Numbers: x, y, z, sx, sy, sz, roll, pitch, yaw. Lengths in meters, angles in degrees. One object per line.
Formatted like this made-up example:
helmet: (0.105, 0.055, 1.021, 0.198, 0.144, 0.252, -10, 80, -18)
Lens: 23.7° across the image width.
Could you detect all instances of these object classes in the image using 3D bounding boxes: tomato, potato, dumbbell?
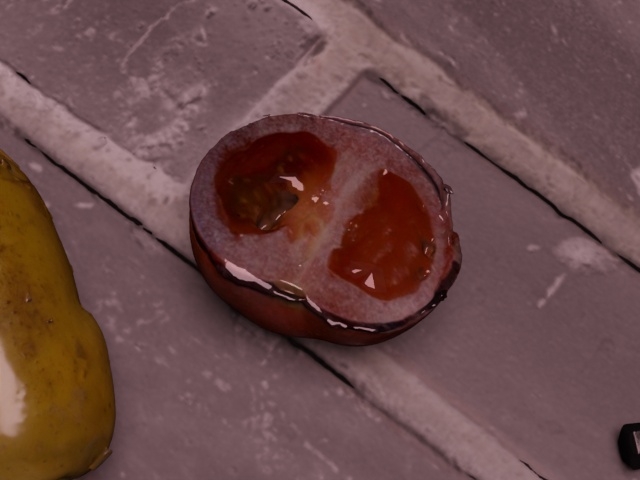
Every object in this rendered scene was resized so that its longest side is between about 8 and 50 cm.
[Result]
tomato: (0.000, 0.000, 1.278, 0.228, 0.112, 0.199, 28, 58, 3)
potato: (-0.267, 0.055, 1.191, 0.173, 0.140, 0.300, -17, 77, -24)
dumbbell: (0.297, 0.171, 1.299, 0.083, 0.040, 0.036, -5, 100, -12)
